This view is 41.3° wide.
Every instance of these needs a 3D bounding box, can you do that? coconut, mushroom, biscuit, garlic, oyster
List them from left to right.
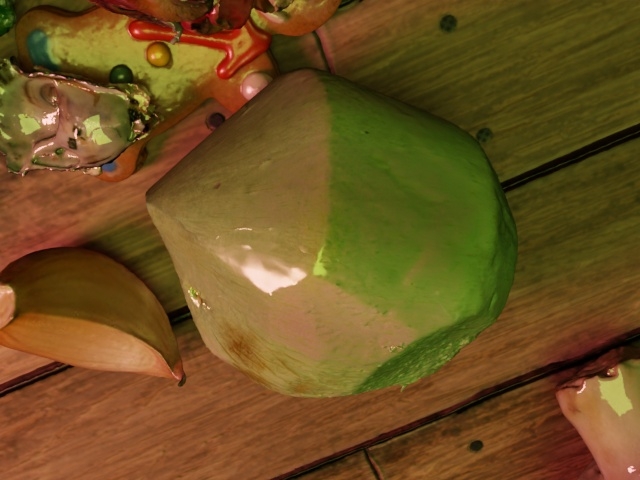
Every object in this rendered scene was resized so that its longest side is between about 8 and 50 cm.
[{"bbox_3d":[-0.230,-0.105,0.777,0.166,0.053,0.108,11,99,8],"label":"oyster"},{"bbox_3d":[-0.233,0.072,0.858,0.207,0.128,0.115,22,66,-22],"label":"garlic"},{"bbox_3d":[-0.119,-0.199,0.795,0.324,0.049,0.205,-26,113,1],"label":"biscuit"},{"bbox_3d":[0.000,0.000,0.765,0.329,0.328,0.281,13,78,-13],"label":"coconut"},{"bbox_3d":[0.372,0.269,0.948,0.297,0.297,0.290,-41,85,9],"label":"mushroom"}]

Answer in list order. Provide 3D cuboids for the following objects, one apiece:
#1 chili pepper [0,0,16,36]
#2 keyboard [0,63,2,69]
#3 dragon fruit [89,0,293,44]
[{"bbox_3d":[-0.276,-0.287,0.730,0.088,0.059,0.226,3,114,-11],"label":"chili pepper"},{"bbox_3d":[-0.378,-0.303,0.684,0.104,0.041,0.381,-24,104,2],"label":"keyboard"},{"bbox_3d":[-0.112,-0.283,0.612,0.291,0.250,0.268,16,100,7],"label":"dragon fruit"}]
